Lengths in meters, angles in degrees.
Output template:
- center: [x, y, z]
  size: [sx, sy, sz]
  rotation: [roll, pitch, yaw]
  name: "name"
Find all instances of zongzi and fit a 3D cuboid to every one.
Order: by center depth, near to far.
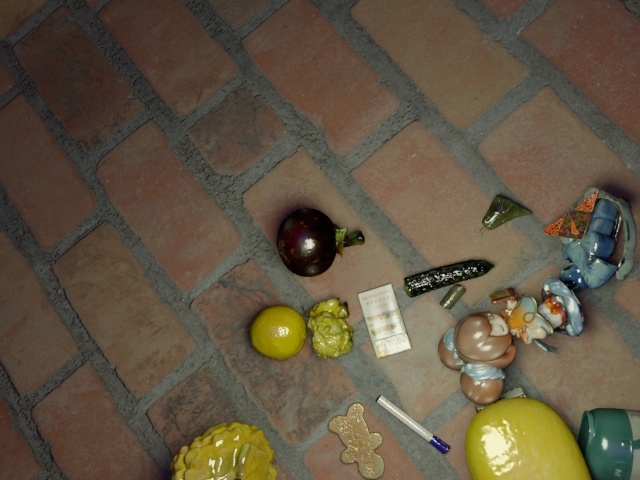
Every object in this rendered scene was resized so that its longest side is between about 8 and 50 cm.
- center: [0.596, -0.055, 1.929]
  size: [0.130, 0.062, 0.154]
  rotation: [28, 93, 2]
  name: "zongzi"

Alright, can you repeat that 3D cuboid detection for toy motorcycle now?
- center: [0.817, 0.003, 1.781]
  size: [0.181, 0.241, 0.320]
  rotation: [10, 85, 6]
  name: "toy motorcycle"

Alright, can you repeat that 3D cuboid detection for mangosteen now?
- center: [0.000, 0.000, 1.945]
  size: [0.288, 0.231, 0.232]
  rotation: [-10, 79, 4]
  name: "mangosteen"

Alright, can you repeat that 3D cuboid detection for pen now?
- center: [0.292, 0.584, 1.891]
  size: [0.269, 0.033, 0.033]
  rotation: [35, 89, 14]
  name: "pen"

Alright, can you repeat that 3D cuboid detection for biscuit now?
- center: [0.127, 0.655, 1.912]
  size: [0.153, 0.030, 0.234]
  rotation: [-34, 77, 5]
  name: "biscuit"

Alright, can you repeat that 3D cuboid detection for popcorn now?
- center: [-0.323, 0.726, 1.861]
  size: [0.381, 0.348, 0.349]
  rotation: [8, 80, 50]
  name: "popcorn"
- center: [0.025, 0.283, 1.923]
  size: [0.173, 0.168, 0.195]
  rotation: [-21, 71, 28]
  name: "popcorn"

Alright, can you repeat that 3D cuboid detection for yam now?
- center: [0.429, 0.183, 1.925]
  size: [0.043, 0.043, 0.094]
  rotation: [38, 91, 14]
  name: "yam"

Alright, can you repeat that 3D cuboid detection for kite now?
- center: [0.759, -0.045, 1.764]
  size: [0.222, 0.008, 0.125]
  rotation: [-45, 35, 34]
  name: "kite"

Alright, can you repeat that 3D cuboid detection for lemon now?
- center: [-0.142, 0.300, 1.949]
  size: [0.202, 0.178, 0.179]
  rotation: [6, 82, 13]
  name: "lemon"

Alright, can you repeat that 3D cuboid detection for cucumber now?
- center: [0.414, 0.116, 1.925]
  size: [0.299, 0.072, 0.072]
  rotation: [-17, 78, 8]
  name: "cucumber"

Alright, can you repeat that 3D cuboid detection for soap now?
- center: [0.578, 0.650, 1.628]
  size: [0.305, 0.115, 0.428]
  rotation: [-21, 71, 7]
  name: "soap"

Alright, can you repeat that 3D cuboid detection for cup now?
- center: [0.878, 0.621, 1.694]
  size: [0.257, 0.219, 0.290]
  rotation: [5, 114, 12]
  name: "cup"

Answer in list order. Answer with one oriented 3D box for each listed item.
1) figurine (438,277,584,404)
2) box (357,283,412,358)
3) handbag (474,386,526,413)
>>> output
- center: [0.556, 0.284, 1.775]
  size: [0.387, 0.277, 0.248]
  rotation: [-21, 119, -6]
  name: "figurine"
- center: [0.211, 0.266, 1.958]
  size: [0.122, 0.032, 0.221]
  rotation: [-18, 78, 7]
  name: "box"
- center: [0.594, 0.605, 1.778]
  size: [0.171, 0.151, 0.298]
  rotation: [-20, 72, 4]
  name: "handbag"
